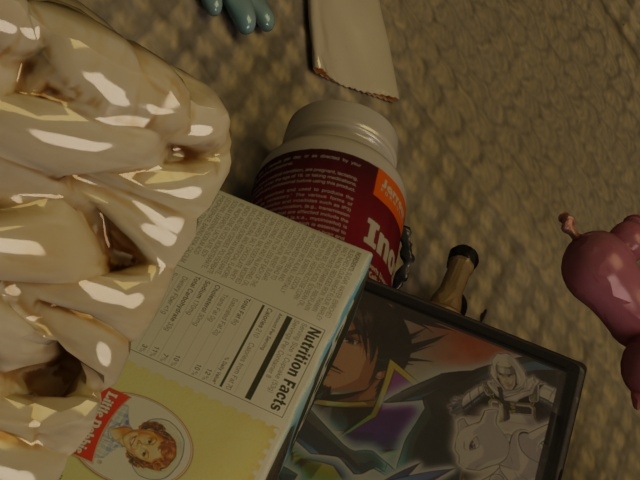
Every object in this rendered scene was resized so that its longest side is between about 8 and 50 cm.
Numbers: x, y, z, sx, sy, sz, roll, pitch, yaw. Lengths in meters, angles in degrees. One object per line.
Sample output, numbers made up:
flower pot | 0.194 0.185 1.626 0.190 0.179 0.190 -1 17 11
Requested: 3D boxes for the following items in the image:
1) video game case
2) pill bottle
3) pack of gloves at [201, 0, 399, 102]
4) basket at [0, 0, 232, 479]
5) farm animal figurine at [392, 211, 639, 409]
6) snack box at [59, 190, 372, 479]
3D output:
video game case | -0.036 0.100 0.766 0.274 0.035 0.248 21 46 1
pill bottle | 0.000 0.000 0.947 0.086 0.086 0.152 40 44 -32
pack of gloves | -0.015 -0.218 1.078 0.195 0.046 0.232 15 61 -46
basket | -0.254 -0.018 0.366 0.328 0.331 0.266 27 96 -41
farm animal figurine | 0.189 0.161 0.998 0.172 0.330 0.327 -50 140 -53
snack box | -0.119 0.090 0.679 0.187 0.060 0.322 23 47 5
